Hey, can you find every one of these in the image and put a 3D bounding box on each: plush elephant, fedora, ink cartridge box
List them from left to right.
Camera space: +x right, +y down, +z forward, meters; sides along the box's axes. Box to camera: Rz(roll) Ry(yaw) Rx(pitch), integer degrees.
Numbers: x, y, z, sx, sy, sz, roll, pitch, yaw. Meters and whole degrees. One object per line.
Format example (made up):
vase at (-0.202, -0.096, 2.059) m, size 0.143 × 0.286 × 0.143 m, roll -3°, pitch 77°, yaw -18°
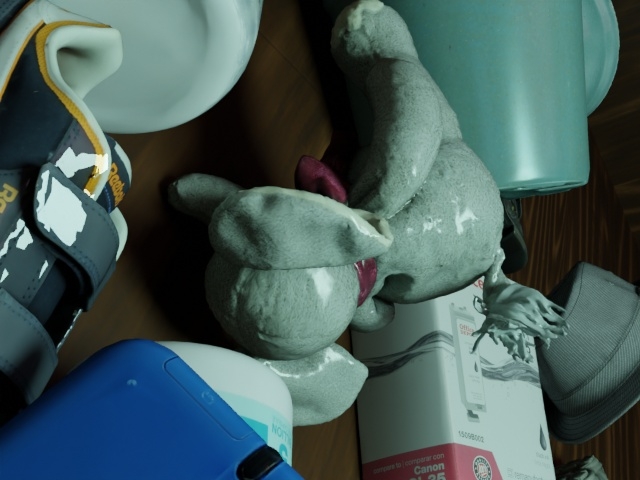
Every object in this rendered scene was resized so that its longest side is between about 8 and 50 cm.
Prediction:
plush elephant at (0.000, 0.000, 0.762) m, size 0.255 × 0.271 × 0.330 m, roll -10°, pitch 44°, yaw -29°
ink cartridge box at (0.140, 0.164, 1.012) m, size 0.207 × 0.117 × 0.283 m, roll 24°, pitch 53°, yaw -44°
fedora at (0.335, 0.119, 1.222) m, size 0.124 × 0.243 × 0.275 m, roll 39°, pitch 30°, yaw -1°

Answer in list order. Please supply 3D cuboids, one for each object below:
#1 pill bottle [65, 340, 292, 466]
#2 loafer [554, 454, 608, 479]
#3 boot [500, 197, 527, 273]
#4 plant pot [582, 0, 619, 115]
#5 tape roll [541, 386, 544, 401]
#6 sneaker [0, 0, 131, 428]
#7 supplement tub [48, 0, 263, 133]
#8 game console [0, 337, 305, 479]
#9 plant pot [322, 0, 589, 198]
pill bottle at (-0.090, 0.201, 0.534) m, size 0.146 × 0.146 × 0.264 m, roll 41°, pitch 41°, yaw -47°
loafer at (0.364, 0.385, 1.356) m, size 0.319 × 0.112 × 0.111 m, roll 5°, pitch 62°, yaw -63°
boot at (0.254, -0.094, 1.480) m, size 0.229 × 0.091 × 0.263 m, roll -76°, pitch 145°, yaw -55°
plant pot at (0.252, -0.272, 1.386) m, size 0.196 × 0.293 × 0.293 m, roll -26°, pitch 99°, yaw -39°
tape roll at (0.241, 0.171, 1.288) m, size 0.219 × 0.072 × 0.219 m, roll 41°, pitch 40°, yaw -46°
sneaker at (-0.163, 0.008, 0.477) m, size 0.126 × 0.128 × 0.321 m, roll 114°, pitch -23°, yaw -67°
supplement tub at (-0.129, -0.257, 0.664) m, size 0.207 × 0.207 × 0.338 m, roll 47°, pitch 36°, yaw -42°
game console at (-0.101, 0.237, 0.405) m, size 0.250 × 0.173 × 0.293 m, roll 41°, pitch 63°, yaw 17°
plant pot at (0.166, -0.211, 1.117) m, size 0.341 × 0.341 × 0.334 m, roll -5°, pitch 87°, yaw -64°
